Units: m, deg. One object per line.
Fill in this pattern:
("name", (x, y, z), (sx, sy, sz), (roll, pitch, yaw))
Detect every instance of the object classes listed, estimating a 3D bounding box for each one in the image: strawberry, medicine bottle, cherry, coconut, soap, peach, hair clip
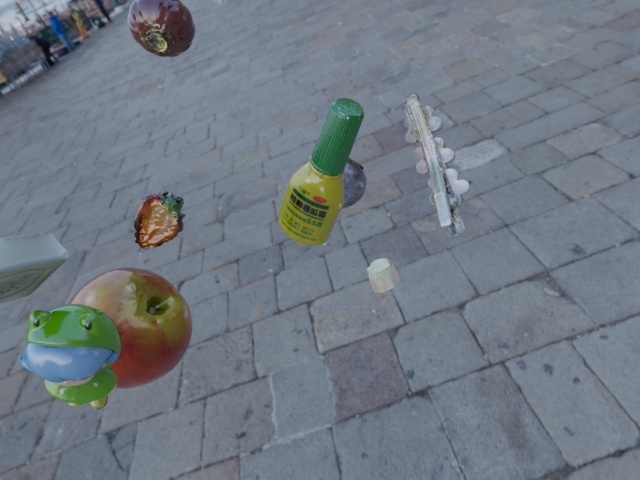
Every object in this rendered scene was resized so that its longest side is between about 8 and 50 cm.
("strawberry", (-0.454, -0.066, 1.307), (0.140, 0.192, 0.085), (5, 30, -3))
("medicine bottle", (0.002, -0.095, 0.699), (0.095, 0.260, 0.064), (31, 46, 7))
("cherry", (0.056, -0.188, 1.510), (0.195, 0.195, 0.195), (-15, 36, 11))
("coconut", (0.242, 0.141, 1.764), (0.116, 0.122, 0.116), (-20, 27, 11))
("soap", (-0.514, 0.050, 0.736), (0.121, 0.064, 0.183), (-41, -2, 11))
("peach", (-0.588, 0.272, 1.387), (0.388, 0.388, 0.388), (-15, 36, 11))
("hair clip", (0.163, -0.108, 0.648), (0.062, 0.056, 0.213), (-23, 67, 30))

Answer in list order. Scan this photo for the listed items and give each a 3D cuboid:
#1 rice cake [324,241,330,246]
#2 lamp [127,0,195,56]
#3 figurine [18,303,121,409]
("rice cake", (0.000, 0.000, 1.828), (0.121, 0.022, 0.021), (29, 103, 57))
("lamp", (-0.249, -0.337, 0.722), (0.101, 0.101, 0.090), (-11, 57, 16))
("figurine", (-0.456, 0.223, 0.859), (0.162, 0.263, 0.143), (9, 41, -5))
